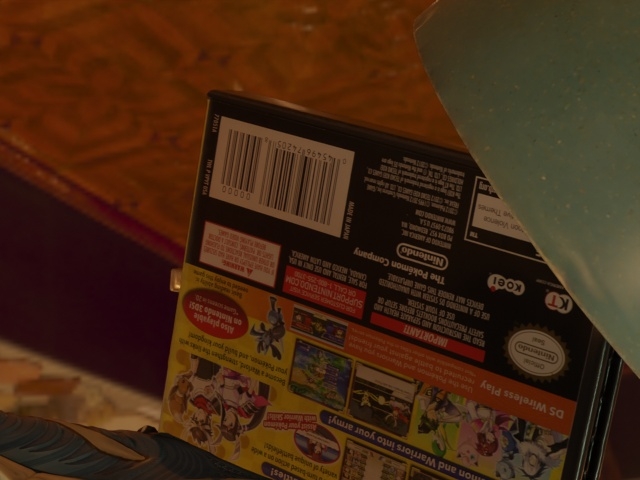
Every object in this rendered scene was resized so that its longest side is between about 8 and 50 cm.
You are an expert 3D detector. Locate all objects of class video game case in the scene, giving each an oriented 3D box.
[{"bbox_3d":[0.029,0.065,0.748,0.275,0.248,0.035,18,-167,35],"label":"video game case"}]

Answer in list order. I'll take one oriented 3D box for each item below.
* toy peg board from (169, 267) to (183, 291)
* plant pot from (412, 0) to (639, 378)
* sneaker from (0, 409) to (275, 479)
[{"bbox_3d":[0.000,0.000,0.928,0.161,0.079,0.160,5,-179,11],"label":"toy peg board"},{"bbox_3d":[0.206,-0.048,0.566,0.195,0.290,0.290,-41,146,18],"label":"plant pot"},{"bbox_3d":[-0.119,0.130,0.552,0.330,0.129,0.147,14,172,8],"label":"sneaker"}]
